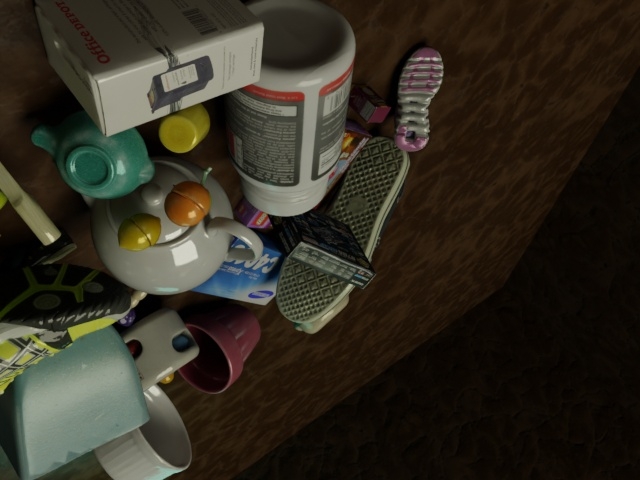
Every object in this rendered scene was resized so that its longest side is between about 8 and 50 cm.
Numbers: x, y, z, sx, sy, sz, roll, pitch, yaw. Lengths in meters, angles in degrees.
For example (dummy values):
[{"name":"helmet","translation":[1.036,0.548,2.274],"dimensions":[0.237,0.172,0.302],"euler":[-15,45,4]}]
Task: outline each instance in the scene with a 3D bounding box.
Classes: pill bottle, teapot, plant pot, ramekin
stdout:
[{"name":"pill bottle","translation":[-0.060,-0.213,1.132],"dimensions":[0.210,0.210,0.363],"euler":[-30,154,-23]},{"name":"teapot","translation":[-0.255,-0.039,1.068],"dimensions":[0.255,0.253,0.187],"euler":[-20,164,-14]},{"name":"plant pot","translation":[-0.254,0.257,1.674],"dimensions":[0.180,0.201,0.201],"euler":[-36,161,-51]},{"name":"plant pot","translation":[-0.490,0.225,1.213],"dimensions":[0.247,0.247,0.252],"euler":[-21,127,-37]},{"name":"ramekin","translation":[-0.458,0.484,1.649],"dimensions":[0.135,0.277,0.277],"euler":[-33,156,3]}]

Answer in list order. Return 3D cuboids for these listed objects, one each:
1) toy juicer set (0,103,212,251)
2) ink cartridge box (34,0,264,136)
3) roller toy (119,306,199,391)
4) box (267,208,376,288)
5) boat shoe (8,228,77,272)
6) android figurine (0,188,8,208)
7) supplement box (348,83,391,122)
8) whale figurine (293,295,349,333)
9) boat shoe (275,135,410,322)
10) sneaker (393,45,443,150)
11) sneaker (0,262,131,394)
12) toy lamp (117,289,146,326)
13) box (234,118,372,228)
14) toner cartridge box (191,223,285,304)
[{"name":"toy juicer set","translation":[-0.310,-0.084,0.942],"dimensions":[0.328,0.089,0.209],"euler":[-6,118,2]},{"name":"ink cartridge box","translation":[-0.221,-0.259,0.863],"dimensions":[0.237,0.172,0.100],"euler":[-28,152,-27]},{"name":"roller toy","translation":[-0.377,0.255,1.460],"dimensions":[0.209,0.146,0.191],"euler":[-32,177,-28]},{"name":"box","translation":[0.000,0.000,1.395],"dimensions":[0.220,0.175,0.051],"euler":[23,116,-37]},{"name":"boat shoe","translation":[-0.485,0.031,1.123],"dimensions":[0.133,0.042,0.049],"euler":[-36,180,-10]},{"name":"android figurine","translation":[-0.551,0.008,0.869],"dimensions":[0.273,0.056,0.248],"euler":[-54,145,-14]},{"name":"supplement box","translation":[0.098,-0.290,1.388],"dimensions":[0.055,0.083,0.043],"euler":[-13,144,-48]},{"name":"whale figurine","translation":[-0.012,0.177,1.989],"dimensions":[0.216,0.141,0.272],"euler":[-43,180,4]},{"name":"boat shoe","translation":[0.064,-0.018,1.603],"dimensions":[0.500,0.186,0.156],"euler":[-60,165,-1]},{"name":"sneaker","translation":[0.212,-0.329,1.497],"dimensions":[0.095,0.105,0.237],"euler":[6,120,-4]},{"name":"sneaker","translation":[-0.486,0.148,1.018],"dimensions":[0.384,0.145,0.147],"euler":[-15,129,-28]},{"name":"toy lamp","translation":[-0.327,0.062,1.358],"dimensions":[0.275,0.080,0.080],"euler":[-46,155,8]},{"name":"box","translation":[-0.037,-0.148,1.456],"dimensions":[0.293,0.057,0.201],"euler":[-52,153,22]},{"name":"toner cartridge box","translation":[-0.180,0.059,1.572],"dimensions":[0.165,0.075,0.348],"euler":[-45,156,10]}]
